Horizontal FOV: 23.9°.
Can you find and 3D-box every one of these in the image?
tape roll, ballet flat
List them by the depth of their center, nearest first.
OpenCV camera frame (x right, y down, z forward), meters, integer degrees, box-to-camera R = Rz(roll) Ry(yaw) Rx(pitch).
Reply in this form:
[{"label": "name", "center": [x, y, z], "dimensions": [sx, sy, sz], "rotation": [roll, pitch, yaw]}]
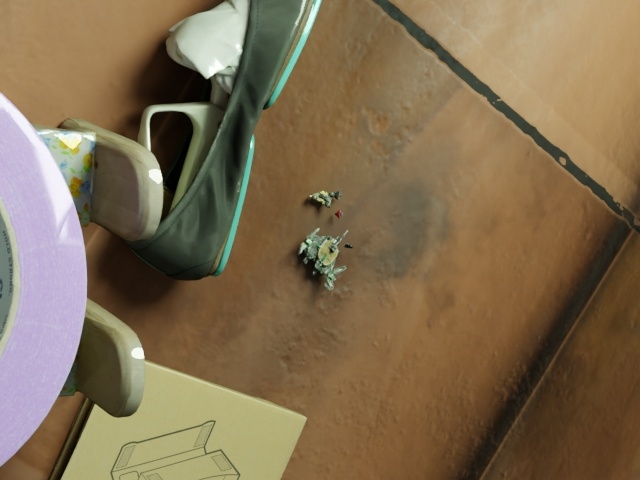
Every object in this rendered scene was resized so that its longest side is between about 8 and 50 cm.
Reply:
[{"label": "tape roll", "center": [-0.277, 0.022, 0.860], "dimensions": [0.274, 0.090, 0.275], "rotation": [4, 81, -31]}, {"label": "ballet flat", "center": [-0.079, -0.105, 1.147], "dimensions": [0.096, 0.095, 0.280], "rotation": [18, 94, -23]}]

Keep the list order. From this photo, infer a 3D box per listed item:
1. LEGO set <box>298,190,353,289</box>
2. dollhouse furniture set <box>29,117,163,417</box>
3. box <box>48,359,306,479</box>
[{"label": "LEGO set", "center": [0.002, -0.001, 1.274], "dimensions": [0.054, 0.023, 0.083], "rotation": [17, 82, -37]}, {"label": "dollhouse furniture set", "center": [-0.283, 0.125, 0.979], "dimensions": [0.362, 0.256, 0.394], "rotation": [-3, 106, -33]}, {"label": "box", "center": [-0.123, 0.193, 1.247], "dimensions": [0.201, 0.021, 0.164], "rotation": [23, 91, -36]}]
